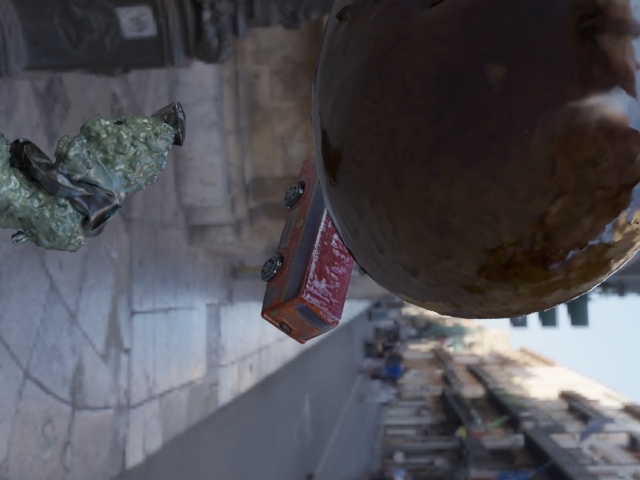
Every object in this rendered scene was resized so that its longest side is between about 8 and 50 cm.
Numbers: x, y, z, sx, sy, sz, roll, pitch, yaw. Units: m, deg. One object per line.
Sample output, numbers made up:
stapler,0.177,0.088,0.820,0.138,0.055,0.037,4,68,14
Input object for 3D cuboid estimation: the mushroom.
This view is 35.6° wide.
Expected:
mushroom,0.179,-0.107,0.687,0.334,0.356,0.331,-30,-121,53

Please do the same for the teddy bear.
teddy bear,-0.206,-0.049,0.855,0.133,0.213,0.111,-24,-97,67

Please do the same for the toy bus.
toy bus,0.000,0.000,0.937,0.065,0.077,0.192,36,50,-28
